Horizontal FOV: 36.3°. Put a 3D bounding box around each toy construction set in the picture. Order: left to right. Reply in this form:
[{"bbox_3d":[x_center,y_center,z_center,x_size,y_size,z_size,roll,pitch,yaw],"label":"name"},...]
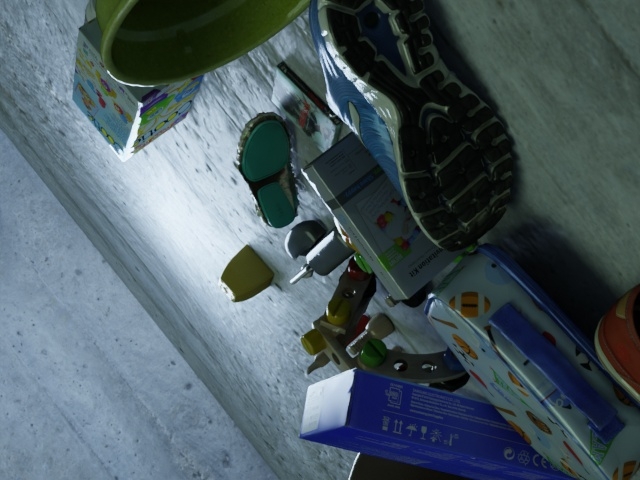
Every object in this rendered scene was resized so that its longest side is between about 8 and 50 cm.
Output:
[{"bbox_3d":[0.045,0.183,1.448,0.257,0.237,0.309,52,160,-1],"label":"toy construction set"}]

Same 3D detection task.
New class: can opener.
[{"bbox_3d":[0.000,0.000,1.467,0.095,0.076,0.283,50,158,2],"label":"can opener"}]

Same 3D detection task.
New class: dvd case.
[{"bbox_3d":[-0.020,-0.174,1.308,0.119,0.013,0.087,45,158,12],"label":"dvd case"}]

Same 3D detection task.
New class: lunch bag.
[{"bbox_3d":[0.249,0.144,1.084,0.303,0.115,0.243,46,173,10],"label":"lunch bag"}]

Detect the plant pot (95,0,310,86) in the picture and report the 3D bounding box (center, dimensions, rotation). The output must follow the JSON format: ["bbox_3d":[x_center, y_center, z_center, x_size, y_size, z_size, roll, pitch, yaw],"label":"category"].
[{"bbox_3d":[-0.157,-0.344,1.019,0.254,0.276,0.276,60,161,10],"label":"plant pot"}]

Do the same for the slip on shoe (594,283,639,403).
[{"bbox_3d":[0.390,0.156,0.879,0.331,0.123,0.101,44,155,31],"label":"slip on shoe"}]

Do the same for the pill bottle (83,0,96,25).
[{"bbox_3d":[-0.342,-0.355,1.580,0.078,0.078,0.137,51,159,0],"label":"pill bottle"}]

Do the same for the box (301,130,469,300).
[{"bbox_3d":[0.089,-0.048,1.107,0.186,0.145,0.038,55,160,-8],"label":"box"}]

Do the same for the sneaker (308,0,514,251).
[{"bbox_3d":[0.090,-0.139,1.028,0.330,0.130,0.147,62,171,-17],"label":"sneaker"}]

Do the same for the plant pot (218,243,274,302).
[{"bbox_3d":[-0.151,0.072,1.882,0.081,0.083,0.081,49,159,9],"label":"plant pot"}]

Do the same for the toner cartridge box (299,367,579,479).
[{"bbox_3d":[0.165,0.249,1.250,0.348,0.075,0.165,17,160,-17],"label":"toner cartridge box"}]

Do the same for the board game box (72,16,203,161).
[{"bbox_3d":[-0.287,-0.257,1.537,0.144,0.142,0.275,51,159,0],"label":"board game box"}]

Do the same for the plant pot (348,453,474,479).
[{"bbox_3d":[0.223,0.419,1.514,0.274,0.256,0.256,45,165,-30],"label":"plant pot"}]

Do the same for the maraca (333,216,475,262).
[{"bbox_3d":[0.101,-0.016,1.215,0.186,0.099,0.127,21,159,6],"label":"maraca"}]

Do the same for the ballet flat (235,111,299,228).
[{"bbox_3d":[-0.085,-0.113,1.454,0.241,0.091,0.077,85,163,-50],"label":"ballet flat"}]
